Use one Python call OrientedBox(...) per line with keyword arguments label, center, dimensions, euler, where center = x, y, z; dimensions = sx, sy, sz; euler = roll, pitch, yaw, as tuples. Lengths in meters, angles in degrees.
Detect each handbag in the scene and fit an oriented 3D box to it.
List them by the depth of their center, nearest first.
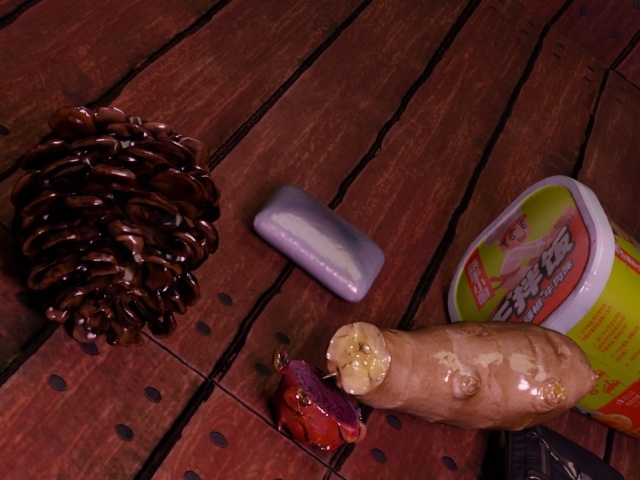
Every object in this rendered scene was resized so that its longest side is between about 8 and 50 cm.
OrientedBox(label="handbag", center=(0.291, 0.315, 1.896), dimensions=(0.211, 0.089, 0.254), euler=(37, 25, -13))

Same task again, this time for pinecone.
OrientedBox(label="pinecone", center=(-0.217, -0.019, 1.669), dimensions=(0.224, 0.224, 0.272), euler=(26, 41, -22))

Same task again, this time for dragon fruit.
OrientedBox(label="dragon fruit", center=(-0.012, 0.191, 1.751), dimensions=(0.126, 0.068, 0.112), euler=(33, 18, -32))

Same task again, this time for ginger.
OrientedBox(label="ginger", center=(0.141, 0.134, 1.864), dimensions=(0.375, 0.166, 0.236), euler=(23, 10, -29))

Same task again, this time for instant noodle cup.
OrientedBox(label="instant noodle cup", center=(0.377, 0.111, 2.163), dimensions=(0.308, 0.294, 0.294), euler=(33, 26, -27))

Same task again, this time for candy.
OrientedBox(label="candy", center=(0.000, 0.000, 2.059), dimensions=(0.174, 0.071, 0.138), euler=(36, 26, -1))
